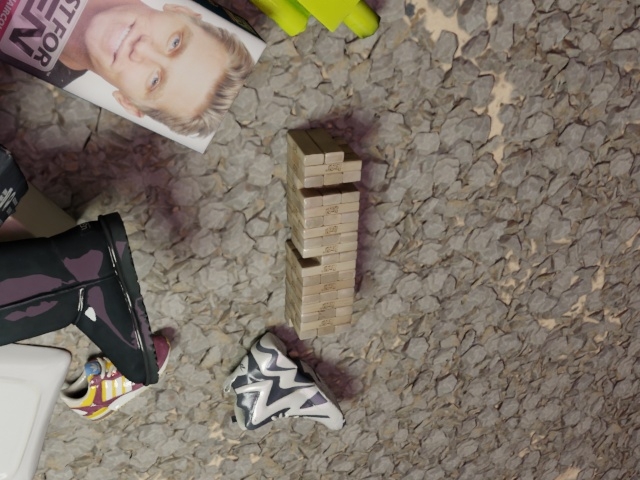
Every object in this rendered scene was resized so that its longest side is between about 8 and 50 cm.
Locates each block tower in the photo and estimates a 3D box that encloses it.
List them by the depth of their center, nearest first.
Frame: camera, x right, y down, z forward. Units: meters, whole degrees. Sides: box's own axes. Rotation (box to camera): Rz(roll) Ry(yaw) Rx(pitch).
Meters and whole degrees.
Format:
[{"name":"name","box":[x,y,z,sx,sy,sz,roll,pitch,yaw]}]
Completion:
[{"name":"block tower","box":[0.000,0.000,1.282,0.091,0.097,0.335,-8,123,-17]}]

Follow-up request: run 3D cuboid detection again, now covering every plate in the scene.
[{"name":"plate","box":[-0.545,0.272,1.251,0.277,0.045,0.278,12,113,-27]}]

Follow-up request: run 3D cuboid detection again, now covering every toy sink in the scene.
[{"name":"toy sink","box":[-0.434,-0.016,1.059,0.131,0.153,0.234,-40,127,4]}]

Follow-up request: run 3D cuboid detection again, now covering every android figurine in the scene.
[{"name":"android figurine","box":[0.005,-0.391,1.074,0.273,0.056,0.248,33,103,-34]}]

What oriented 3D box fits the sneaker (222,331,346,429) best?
[{"name":"sneaker","box":[-0.072,0.279,1.419,0.153,0.094,0.235,-39,126,5]}]

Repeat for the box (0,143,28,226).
[{"name":"box","box":[-0.597,0.001,0.714,0.480,0.297,0.472,33,80,-13]}]

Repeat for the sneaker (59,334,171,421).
[{"name":"sneaker","box":[-0.318,0.206,1.289,0.185,0.069,0.084,-42,131,4]}]

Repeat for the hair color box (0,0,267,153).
[{"name":"hair color box","box":[-0.259,-0.262,1.013,0.347,0.105,0.174,23,109,-32]}]

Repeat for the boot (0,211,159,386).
[{"name":"boot","box":[-0.321,0.096,1.018,0.207,0.094,0.246,-17,117,-16]}]
